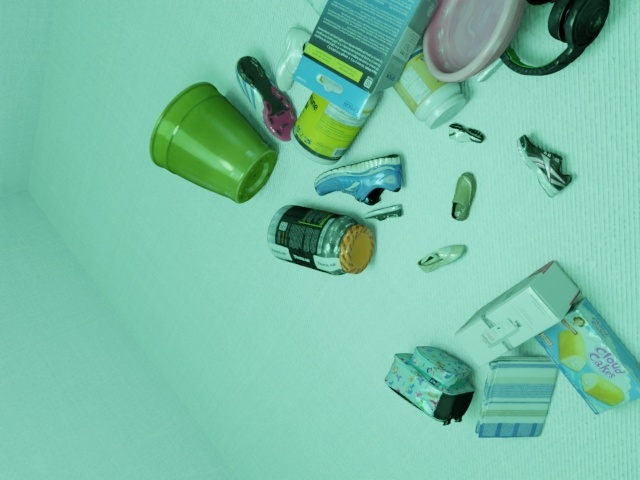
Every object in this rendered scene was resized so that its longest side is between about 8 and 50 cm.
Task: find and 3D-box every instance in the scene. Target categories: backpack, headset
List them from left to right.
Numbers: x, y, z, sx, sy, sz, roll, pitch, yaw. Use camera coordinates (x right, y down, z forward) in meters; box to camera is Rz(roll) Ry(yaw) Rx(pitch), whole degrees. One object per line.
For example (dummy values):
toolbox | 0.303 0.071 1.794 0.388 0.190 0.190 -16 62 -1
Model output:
backpack | 0.341 0.442 1.696 0.253 0.225 0.191 20 95 38
headset | 0.577 -0.559 1.219 0.394 0.185 0.244 -49 59 50

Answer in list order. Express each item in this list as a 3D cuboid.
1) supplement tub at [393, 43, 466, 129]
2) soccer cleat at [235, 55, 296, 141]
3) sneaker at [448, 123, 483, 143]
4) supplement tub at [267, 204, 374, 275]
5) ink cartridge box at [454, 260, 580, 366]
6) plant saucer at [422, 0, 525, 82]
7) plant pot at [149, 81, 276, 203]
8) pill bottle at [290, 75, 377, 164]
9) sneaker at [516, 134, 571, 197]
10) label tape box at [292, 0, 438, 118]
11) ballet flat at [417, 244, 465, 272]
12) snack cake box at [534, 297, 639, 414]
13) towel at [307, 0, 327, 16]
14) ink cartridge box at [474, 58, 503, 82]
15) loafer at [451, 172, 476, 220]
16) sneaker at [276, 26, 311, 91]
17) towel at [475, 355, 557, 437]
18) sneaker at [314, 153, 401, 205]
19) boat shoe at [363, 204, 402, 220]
supplement tub | 0.295 -0.425 1.480 0.200 0.144 0.144 55 131 10
soccer cleat | -0.191 -0.499 1.896 0.331 0.116 0.143 59 169 -8
sneaker | 0.411 -0.294 1.506 0.109 0.040 0.044 31 139 32
supplement tub | 0.000 0.000 1.830 0.337 0.207 0.207 14 114 37
ink cartridge box | 0.534 0.200 1.457 0.117 0.207 0.283 52 131 11
plant saucer | 0.375 -0.546 1.291 0.332 0.084 0.333 -174 90 -66
plant pot | -0.365 -0.326 1.954 0.353 0.366 0.367 36 126 11
pill bottle | 0.056 -0.413 1.653 0.188 0.187 0.334 48 129 16
sneaker | 0.582 -0.205 1.381 0.077 0.072 0.178 -36 89 29
label tape box | 0.111 -0.531 1.427 0.249 0.115 0.348 37 111 23
ballet flat | 0.366 0.053 1.640 0.052 0.057 0.168 35 135 -20
snack cake box | 0.720 0.308 1.421 0.264 0.089 0.152 54 131 11
towel | 0.102 -0.779 1.533 0.321 0.090 0.374 57 138 10
ink cartridge box | 0.422 -0.495 1.411 0.122 0.052 0.088 55 131 12
loafer | 0.413 -0.122 1.549 0.056 0.050 0.148 16 115 35
sneaker | -0.083 -0.595 1.786 0.094 0.080 0.212 26 120 17
towel | 0.572 0.460 1.563 0.209 0.034 0.285 1 113 -4
sneaker | 0.116 -0.176 1.726 0.329 0.129 0.147 -8 98 41
boat shoe | 0.202 -0.084 1.741 0.142 0.049 0.040 -12 98 39
